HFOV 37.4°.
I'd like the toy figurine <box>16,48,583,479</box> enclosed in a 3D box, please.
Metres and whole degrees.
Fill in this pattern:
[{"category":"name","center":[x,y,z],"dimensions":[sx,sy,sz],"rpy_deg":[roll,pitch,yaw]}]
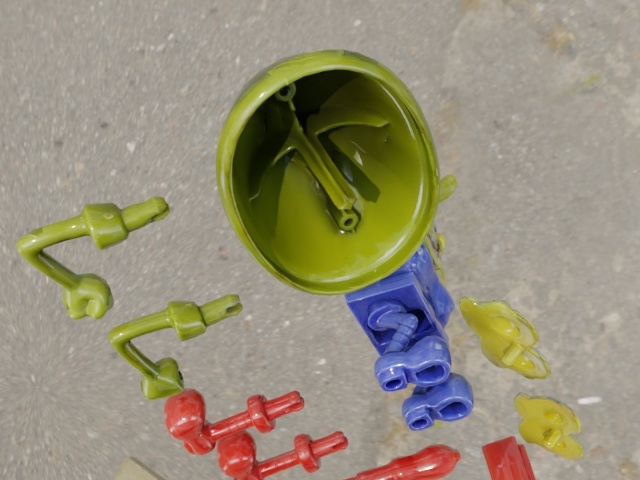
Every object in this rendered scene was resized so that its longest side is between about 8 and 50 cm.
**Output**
[{"category":"toy figurine","center":[0.000,0.000,0.547],"dimensions":[0.191,0.363,0.217],"rpy_deg":[-23,44,12]}]

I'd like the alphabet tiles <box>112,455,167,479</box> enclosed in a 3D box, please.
[{"category":"alphabet tiles","center":[-0.112,0.302,0.481],"dimensions":[0.285,0.011,0.343],"rpy_deg":[30,95,20]}]
